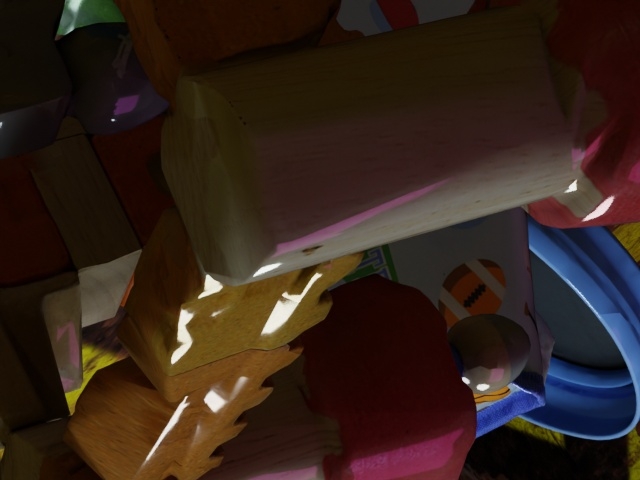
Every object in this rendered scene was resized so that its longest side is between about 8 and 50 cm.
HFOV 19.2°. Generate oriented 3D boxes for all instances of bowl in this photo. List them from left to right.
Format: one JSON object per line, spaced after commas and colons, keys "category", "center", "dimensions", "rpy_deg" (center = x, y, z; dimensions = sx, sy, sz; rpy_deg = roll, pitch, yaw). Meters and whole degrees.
{"category": "bowl", "center": [0.158, 0.032, 1.795], "dimensions": [0.077, 0.391, 0.391], "rpy_deg": [-50, 170, -20]}

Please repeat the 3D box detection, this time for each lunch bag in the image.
{"category": "lunch bag", "center": [0.000, 0.000, 1.349], "dimensions": [0.239, 0.328, 0.385], "rpy_deg": [7, 159, -19]}

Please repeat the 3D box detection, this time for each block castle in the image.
{"category": "block castle", "center": [-0.055, -0.136, 0.657], "dimensions": [0.213, 0.453, 0.303], "rpy_deg": [-16, 157, -29]}

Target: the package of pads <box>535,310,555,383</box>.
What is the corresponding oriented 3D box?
{"category": "package of pads", "center": [0.029, 0.049, 1.667], "dimensions": [0.229, 0.296, 0.101], "rpy_deg": [-26, -155, 32]}
